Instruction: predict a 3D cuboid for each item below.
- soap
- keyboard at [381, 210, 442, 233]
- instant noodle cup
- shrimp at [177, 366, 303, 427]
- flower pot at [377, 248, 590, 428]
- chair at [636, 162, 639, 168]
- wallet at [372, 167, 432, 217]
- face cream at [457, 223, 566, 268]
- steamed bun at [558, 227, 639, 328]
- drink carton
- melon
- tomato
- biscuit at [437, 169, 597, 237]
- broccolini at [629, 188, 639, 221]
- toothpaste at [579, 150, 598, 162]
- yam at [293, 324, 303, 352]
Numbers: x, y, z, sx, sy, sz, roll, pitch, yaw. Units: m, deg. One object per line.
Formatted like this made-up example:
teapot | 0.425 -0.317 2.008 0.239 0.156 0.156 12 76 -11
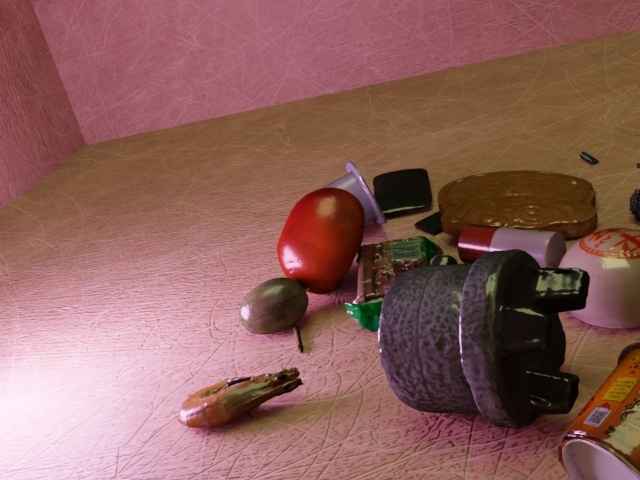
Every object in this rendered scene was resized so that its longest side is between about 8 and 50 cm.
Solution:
soap | 0.168 0.083 1.625 0.218 0.098 0.273 -11 24 9
keyboard | 0.335 -0.066 1.949 0.381 0.041 0.103 -18 22 -23
instant noodle cup | 0.423 0.263 0.952 0.172 0.215 0.216 -35 29 -20
shrimp | -0.153 0.290 1.401 0.249 0.068 0.150 -16 17 11
flower pot | 0.281 0.154 1.199 0.283 0.299 0.299 -7 23 39
chair | 0.803 -0.090 1.500 0.166 0.188 0.272 -34 34 -12
wallet | 0.235 -0.135 2.146 0.169 0.052 0.245 -11 28 10
face cream | 0.414 0.019 1.622 0.214 0.095 0.096 8 32 43
steamed bun | 0.561 0.054 1.393 0.232 0.145 0.231 -13 24 6
drink carton | 0.046 -0.086 1.972 0.190 0.191 0.185 -29 3 2
melon | -0.098 0.143 1.631 0.168 0.114 0.114 -26 25 -10
tomato | 0.000 0.001 1.730 0.180 0.259 0.259 24 30 2
biscuit | 0.481 -0.098 1.846 0.386 0.062 0.365 -2 27 16
broccolini | 0.802 -0.078 1.690 0.203 0.068 0.091 1 36 -2
toothpaste | 0.751 -0.233 2.087 0.027 0.019 0.083 -2 25 -12
yam | -0.047 0.208 1.578 0.014 0.014 0.107 -16 23 -2
